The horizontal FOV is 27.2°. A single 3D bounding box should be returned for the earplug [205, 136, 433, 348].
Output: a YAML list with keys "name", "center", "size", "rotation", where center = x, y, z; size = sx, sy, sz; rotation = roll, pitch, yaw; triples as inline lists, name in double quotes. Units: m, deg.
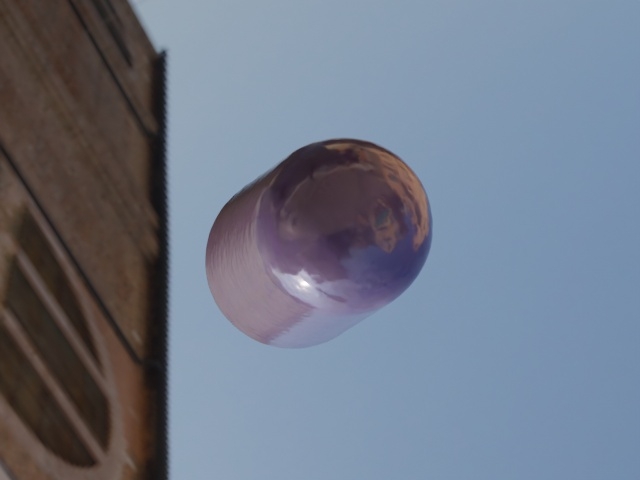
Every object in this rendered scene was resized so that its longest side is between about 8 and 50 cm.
- name: "earplug"
  center: [0.000, 0.000, 1.392]
  size: [0.215, 0.215, 0.456]
  rotation: [-34, 180, -11]
